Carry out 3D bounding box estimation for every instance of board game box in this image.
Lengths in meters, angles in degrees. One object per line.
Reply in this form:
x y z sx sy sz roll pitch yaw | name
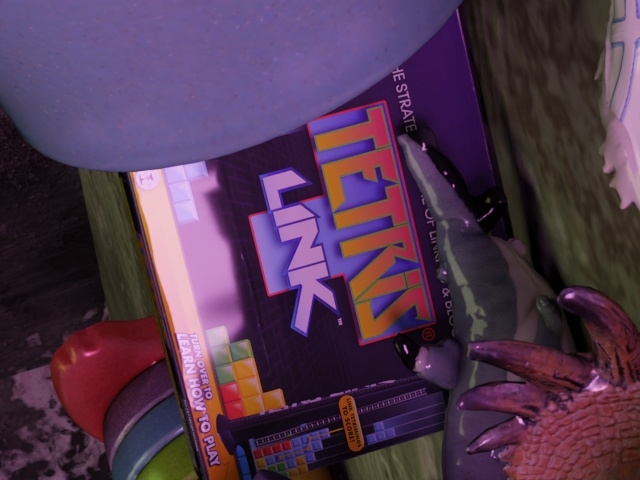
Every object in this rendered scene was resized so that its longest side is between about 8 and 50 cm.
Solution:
0.000 0.000 0.637 0.048 0.141 0.170 -148 43 -75 | board game box

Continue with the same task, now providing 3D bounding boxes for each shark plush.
0.060 0.039 0.593 0.073 0.067 0.161 -144 39 -72 | shark plush

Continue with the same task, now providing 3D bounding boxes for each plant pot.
-0.071 -0.170 0.497 0.255 0.272 0.271 65 175 -35 | plant pot

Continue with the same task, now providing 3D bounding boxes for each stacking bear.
-0.056 0.193 1.162 0.289 0.175 0.164 57 159 34 | stacking bear

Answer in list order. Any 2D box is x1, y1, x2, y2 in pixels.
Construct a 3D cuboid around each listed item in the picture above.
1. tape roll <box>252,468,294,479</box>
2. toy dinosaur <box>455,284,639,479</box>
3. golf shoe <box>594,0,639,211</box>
0.039 0.162 0.567 0.189 0.080 0.189 30 176 2 | tape roll
0.107 0.091 0.355 0.296 0.127 0.200 -17 53 63 | toy dinosaur
0.092 -0.056 0.328 0.086 0.069 0.176 114 138 -64 | golf shoe
